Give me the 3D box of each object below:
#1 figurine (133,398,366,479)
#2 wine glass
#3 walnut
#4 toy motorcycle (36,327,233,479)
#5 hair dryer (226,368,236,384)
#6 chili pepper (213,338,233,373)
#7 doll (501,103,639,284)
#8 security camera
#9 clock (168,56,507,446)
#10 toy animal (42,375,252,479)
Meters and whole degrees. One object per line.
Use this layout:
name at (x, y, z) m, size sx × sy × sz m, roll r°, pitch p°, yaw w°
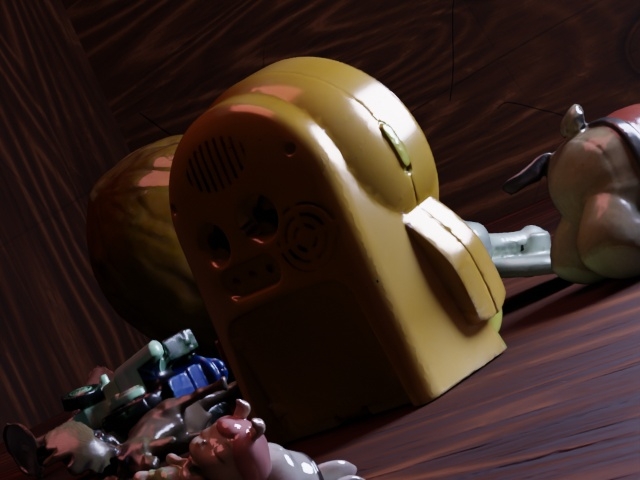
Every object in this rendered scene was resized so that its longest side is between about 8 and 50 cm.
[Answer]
figurine at (-0.038, 0.145, 0.753) m, size 0.146 × 0.081 × 0.098 m, roll -24°, pitch -36°, yaw -17°
wine glass at (-0.385, 0.281, 2.039) m, size 0.183 × 0.122 × 0.122 m, roll -29°, pitch 3°, yaw -43°
walnut at (-0.142, 0.016, 1.879) m, size 0.354 × 0.398 × 0.308 m, roll 142°, pitch 150°, yaw -72°
toy motorcycle at (-0.222, 0.207, 1.620) m, size 0.196 × 0.125 × 0.331 m, roll -26°, pitch -3°, yaw -36°
hair dryer at (-0.137, 0.202, 1.994) m, size 0.255 × 0.070 × 0.128 m, roll -16°, pitch -6°, yaw -37°
chili pepper at (0.004, 0.111, 1.701) m, size 0.253 × 0.136 × 0.144 m, roll -15°, pitch -36°, yaw -32°
doll at (0.354, -0.087, 1.309) m, size 0.330 × 0.174 × 0.235 m, roll -26°, pitch -6°, yaw -14°
security camera at (0.170, 0.010, 1.443) m, size 0.301 × 0.080 × 0.157 m, roll -4°, pitch 1°, yaw -24°
clock at (0.000, 0.000, 1.179) m, size 0.244 × 0.317 × 0.200 m, roll -24°, pitch 7°, yaw 37°
toy animal at (-0.161, 0.202, 1.338) m, size 0.186 × 0.093 × 0.214 m, roll -20°, pitch -6°, yaw 15°
